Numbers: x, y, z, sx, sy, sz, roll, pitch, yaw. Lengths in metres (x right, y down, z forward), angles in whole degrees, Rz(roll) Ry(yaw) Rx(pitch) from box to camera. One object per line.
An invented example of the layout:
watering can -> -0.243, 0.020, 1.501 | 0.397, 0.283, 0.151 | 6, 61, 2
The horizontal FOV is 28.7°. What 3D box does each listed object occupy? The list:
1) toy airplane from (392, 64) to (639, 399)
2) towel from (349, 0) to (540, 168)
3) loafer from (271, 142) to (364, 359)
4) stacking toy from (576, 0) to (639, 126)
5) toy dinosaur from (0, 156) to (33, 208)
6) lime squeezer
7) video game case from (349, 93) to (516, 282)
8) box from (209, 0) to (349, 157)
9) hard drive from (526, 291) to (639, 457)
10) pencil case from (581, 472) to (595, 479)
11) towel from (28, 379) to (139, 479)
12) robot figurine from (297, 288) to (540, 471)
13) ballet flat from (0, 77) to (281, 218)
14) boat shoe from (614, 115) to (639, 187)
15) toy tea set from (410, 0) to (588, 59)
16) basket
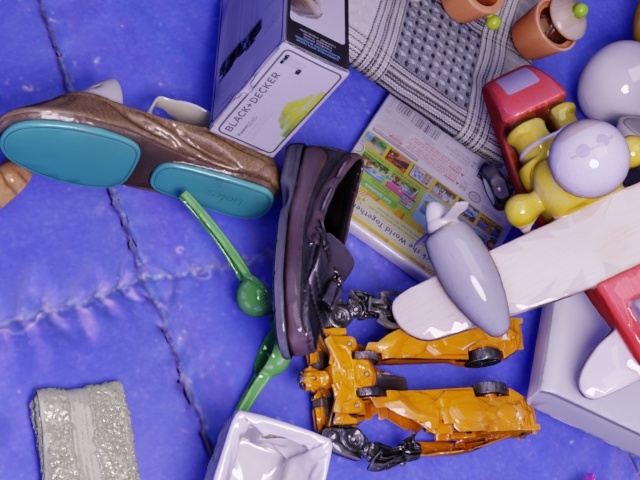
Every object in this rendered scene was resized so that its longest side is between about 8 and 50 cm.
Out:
toy airplane -> 0.309, -0.021, 1.402 | 0.384, 0.272, 0.386 | 17, 66, 20
towel -> 0.167, -0.297, 1.625 | 0.312, 0.056, 0.324 | 32, 56, -20
loafer -> 0.000, 0.000, 1.413 | 0.095, 0.109, 0.303 | -3, 47, 6
stacking toy -> 0.552, -0.300, 1.729 | 0.480, 0.350, 0.351 | -33, 83, -8
toy dinosaur -> -0.362, -0.056, 1.378 | 0.112, 0.064, 0.211 | 36, 62, -5
lime squeezer -> -0.091, 0.094, 1.419 | 0.109, 0.059, 0.310 | -7, 84, -7
video game case -> 0.135, -0.055, 1.583 | 0.227, 0.026, 0.206 | 36, 62, -5
box -> -0.047, -0.261, 1.472 | 0.087, 0.169, 0.290 | 23, 45, -25
hard drive -> 0.389, 0.096, 1.565 | 0.233, 0.047, 0.353 | 25, 52, -10
pencil case -> 0.274, 0.338, 1.455 | 0.151, 0.064, 0.070 | -28, 97, -28
towel -> -0.248, 0.224, 1.330 | 0.110, 0.027, 0.148 | -4, 71, -22
robot figurine -> 0.107, 0.164, 1.451 | 0.291, 0.085, 0.211 | 2, 68, -20
ballet flat -> -0.203, -0.118, 1.430 | 0.342, 0.116, 0.124 | 11, 53, -24
boat shoe -> 0.495, -0.100, 1.692 | 0.335, 0.095, 0.112 | 4, 36, -37
toy tea set -> 0.219, -0.366, 1.582 | 0.336, 0.124, 0.200 | 23, 63, -29
basket -> -0.070, 0.274, 1.317 | 0.113, 0.103, 0.167 | 20, 75, -12
